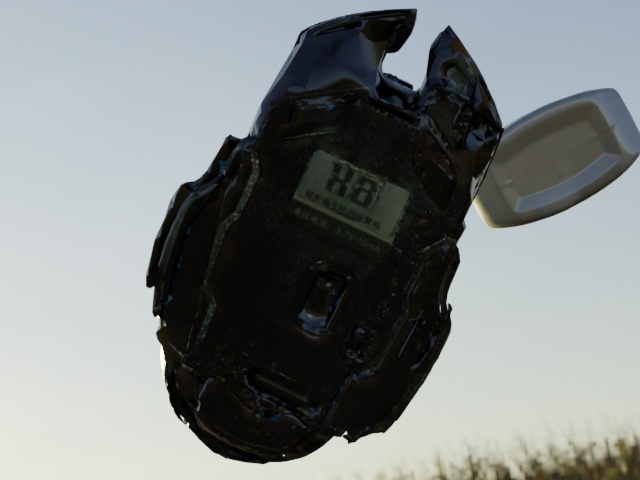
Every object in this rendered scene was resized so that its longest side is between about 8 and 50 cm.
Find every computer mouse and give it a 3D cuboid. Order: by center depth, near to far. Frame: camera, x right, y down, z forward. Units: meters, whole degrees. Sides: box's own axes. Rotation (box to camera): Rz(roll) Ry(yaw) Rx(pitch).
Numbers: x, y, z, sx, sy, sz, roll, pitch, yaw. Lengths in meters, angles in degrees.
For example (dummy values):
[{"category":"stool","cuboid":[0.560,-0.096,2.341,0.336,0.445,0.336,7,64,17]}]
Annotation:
[{"category":"computer mouse","cuboid":[0.000,0.000,0.621,0.146,0.242,0.077,27,12,-3]}]

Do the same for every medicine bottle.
[{"category":"medicine bottle","cuboid":[0.159,-0.058,0.896,0.119,0.069,0.183,-29,-1,8]}]
